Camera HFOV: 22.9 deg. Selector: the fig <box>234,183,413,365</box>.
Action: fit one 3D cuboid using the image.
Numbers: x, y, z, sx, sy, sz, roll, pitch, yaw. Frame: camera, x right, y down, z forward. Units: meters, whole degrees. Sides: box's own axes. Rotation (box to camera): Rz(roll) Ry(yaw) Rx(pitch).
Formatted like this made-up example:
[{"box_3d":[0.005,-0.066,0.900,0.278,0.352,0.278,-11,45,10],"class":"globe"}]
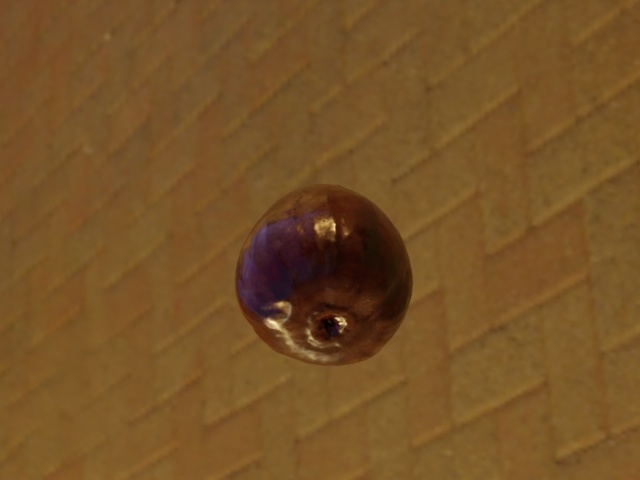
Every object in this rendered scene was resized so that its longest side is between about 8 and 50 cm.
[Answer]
[{"box_3d":[0.000,0.000,0.780,0.125,0.089,0.089,-97,30,-50],"class":"fig"}]
